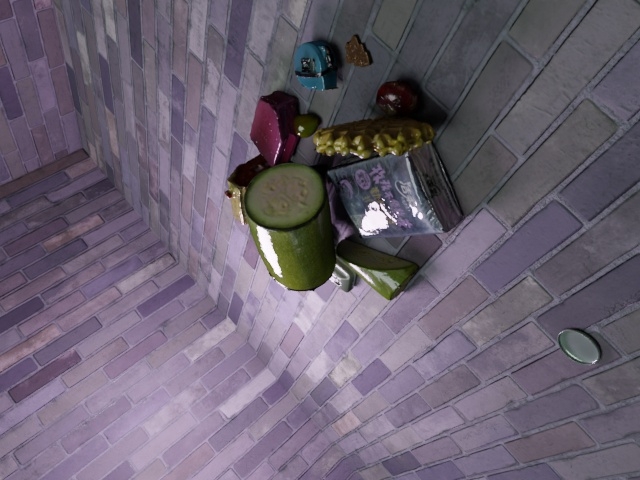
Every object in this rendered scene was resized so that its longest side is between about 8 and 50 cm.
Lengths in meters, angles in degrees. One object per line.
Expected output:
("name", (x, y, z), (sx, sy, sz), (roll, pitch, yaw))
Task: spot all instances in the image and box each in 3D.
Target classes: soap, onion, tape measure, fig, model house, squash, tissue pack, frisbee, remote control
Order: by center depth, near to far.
("onion", (0.191, -0.352, 1.354), (0.107, 0.097, 0.107), (20, 178, 1))
("frisbee", (0.657, 0.270, 1.395), (0.110, 0.014, 0.110), (37, 147, 29))
("tape measure", (-0.011, -0.485, 1.516), (0.146, 0.081, 0.125), (22, 127, 43))
("tissue pack", (0.199, -0.131, 1.545), (0.361, 0.122, 0.259), (-7, 117, 55))
("fig", (-0.041, -0.359, 1.704), (0.088, 0.074, 0.074), (-10, 114, 34))
("squash", (-0.087, -0.028, 1.764), (0.263, 0.263, 0.384), (38, 159, 26))
("soap", (-0.143, -0.380, 1.807), (0.162, 0.099, 0.250), (54, 151, 15))
("squash", (0.161, 0.067, 1.814), (0.289, 0.111, 0.203), (46, 148, 17))
("model house", (-0.228, -0.179, 1.973), (0.160, 0.254, 0.196), (44, 150, 30))
("remote control", (-0.004, 0.067, 2.092), (0.335, 0.065, 0.128), (40, 150, 25))

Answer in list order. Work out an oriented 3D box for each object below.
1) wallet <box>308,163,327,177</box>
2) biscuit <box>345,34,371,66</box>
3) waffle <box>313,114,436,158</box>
("wallet", (-0.098, -0.133, 1.901), (0.377, 0.197, 0.051), (110, 143, -55))
("biscuit", (0.099, -0.484, 1.420), (0.092, 0.016, 0.082), (41, 143, 20))
("waffle", (0.132, -0.255, 1.332), (0.329, 0.329, 0.062), (15, 118, 48))
